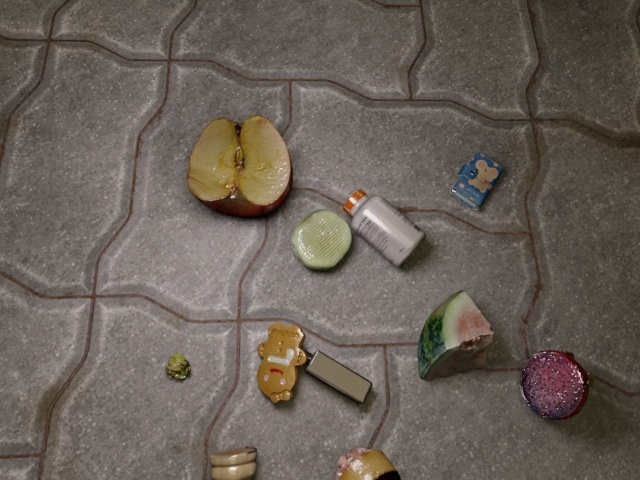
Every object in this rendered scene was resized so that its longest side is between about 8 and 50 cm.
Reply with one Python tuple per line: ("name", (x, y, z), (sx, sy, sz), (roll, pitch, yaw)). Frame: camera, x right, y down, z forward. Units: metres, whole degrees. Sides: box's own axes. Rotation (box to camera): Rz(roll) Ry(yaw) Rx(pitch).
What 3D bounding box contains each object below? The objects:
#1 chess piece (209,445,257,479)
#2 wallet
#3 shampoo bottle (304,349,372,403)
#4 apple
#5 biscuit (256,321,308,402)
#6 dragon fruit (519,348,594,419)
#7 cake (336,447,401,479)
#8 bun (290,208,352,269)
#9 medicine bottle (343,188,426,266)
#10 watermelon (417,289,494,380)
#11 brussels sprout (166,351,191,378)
("chess piece", (-0.246, 0.750, 1.430), (0.142, 0.143, 0.261), (-5, 75, -5))
("wallet", (0.590, -0.228, 1.862), (0.141, 0.059, 0.202), (35, 74, 2))
("shampoo bottle", (0.044, 0.432, 1.581), (0.246, 0.080, 0.079), (30, 71, 8))
("apple", (-0.272, -0.260, 1.707), (0.328, 0.295, 0.365), (11, 67, -35))
("biscuit", (-0.131, 0.390, 1.575), (0.184, 0.035, 0.249), (7, 76, 27))
("dragon fruit", (0.776, 0.464, 1.573), (0.148, 0.218, 0.224), (17, 111, -30))
("cake", (0.115, 0.707, 1.449), (0.178, 0.185, 0.208), (21, 91, 48))
("bun", (-0.002, 0.002, 1.721), (0.221, 0.108, 0.221), (3, 75, -10))
("medicine bottle", (0.216, -0.053, 1.725), (0.288, 0.157, 0.157), (42, 73, 12))
("watermelon", (0.448, 0.326, 1.627), (0.231, 0.193, 0.310), (23, 56, 25))
("brussels sprout", (-0.455, 0.407, 1.577), (0.085, 0.058, 0.085), (2, 83, -14))
